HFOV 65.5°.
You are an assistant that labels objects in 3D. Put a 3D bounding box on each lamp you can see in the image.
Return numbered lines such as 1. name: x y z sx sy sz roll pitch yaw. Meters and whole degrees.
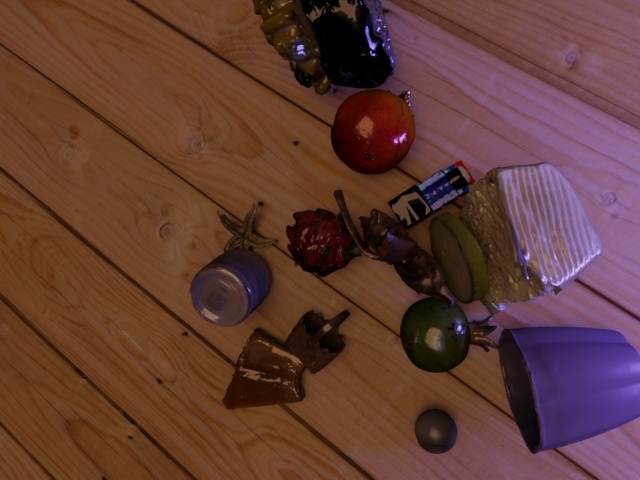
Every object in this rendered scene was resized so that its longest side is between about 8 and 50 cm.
1. lamp: 0.281 0.466 1.217 0.105 0.105 0.105 0 90 18

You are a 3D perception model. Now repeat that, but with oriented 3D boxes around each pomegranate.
1. pomegranate: 0.133 -0.273 1.214 0.210 0.210 0.235 29 73 16
2. pomegranate: 0.304 0.223 1.184 0.224 0.181 0.181 3 91 -4

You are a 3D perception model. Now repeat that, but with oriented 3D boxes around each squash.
1. squash: 0.315 0.041 1.154 0.041 0.219 0.219 -19 84 -5

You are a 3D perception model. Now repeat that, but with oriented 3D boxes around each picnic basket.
1. picnic basket: 0.007 0.239 1.291 0.138 0.128 0.178 45 120 10

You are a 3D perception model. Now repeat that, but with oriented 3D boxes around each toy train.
1. toy train: 0.272 -0.109 1.204 0.204 0.131 0.082 -34 80 15

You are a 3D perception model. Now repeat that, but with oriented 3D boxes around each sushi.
1. sushi: 0.006 -0.500 1.176 0.285 0.328 0.328 -18 78 17

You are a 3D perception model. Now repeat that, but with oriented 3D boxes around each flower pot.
1. flower pot: 0.539 0.302 1.064 0.243 0.265 0.265 -11 87 8

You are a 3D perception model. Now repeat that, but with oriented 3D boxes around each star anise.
1. star anise: 0.173 0.023 1.169 0.109 0.292 0.349 -48 112 -5

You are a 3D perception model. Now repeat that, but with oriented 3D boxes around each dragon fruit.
1. dragon fruit: 0.003 0.003 1.278 0.182 0.188 0.182 -1 92 -16

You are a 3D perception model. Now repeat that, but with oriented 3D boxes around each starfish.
1. starfish: -0.204 -0.005 1.397 0.176 0.053 0.208 11 112 17

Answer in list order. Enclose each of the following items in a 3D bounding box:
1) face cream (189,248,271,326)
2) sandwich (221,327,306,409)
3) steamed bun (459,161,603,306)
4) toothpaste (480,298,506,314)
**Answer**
1. face cream: -0.239 0.125 1.339 0.177 0.153 0.177 5 108 15
2. sandwich: -0.143 0.397 1.377 0.212 0.063 0.245 25 99 15
3. steamed bun: 0.430 -0.010 1.115 0.274 0.272 0.290 -14 84 -23
4. toothpaste: 0.380 0.090 1.220 0.067 0.043 0.194 -35 74 18
